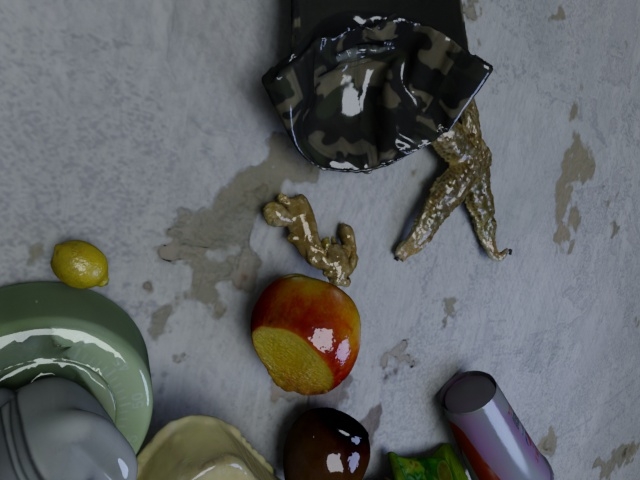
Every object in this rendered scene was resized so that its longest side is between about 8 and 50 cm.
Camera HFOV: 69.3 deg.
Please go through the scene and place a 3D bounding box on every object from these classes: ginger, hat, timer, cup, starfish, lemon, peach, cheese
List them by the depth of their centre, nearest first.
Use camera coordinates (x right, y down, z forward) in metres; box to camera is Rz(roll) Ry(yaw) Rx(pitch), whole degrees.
[{"bbox_3d":[-0.304,0.219,0.507,0.291,0.315,0.290,-7,103,-33],"label":"timer"},{"bbox_3d":[-0.317,0.034,0.616,0.062,0.062,0.083,-50,117,-16],"label":"lemon"},{"bbox_3d":[-0.184,0.404,0.672,0.384,0.104,0.384,-19,129,-25],"label":"cheese"},{"bbox_3d":[-0.027,0.156,0.753,0.190,0.190,0.192,24,78,-33],"label":"peach"},{"bbox_3d":[0.069,-0.334,0.778,0.366,0.257,0.381,-2,63,-17],"label":"hat"},{"bbox_3d":[0.000,0.000,0.803,0.193,0.052,0.176,-8,72,-43],"label":"ginger"},{"bbox_3d":[0.276,-0.111,0.970,0.324,0.082,0.432,-23,112,-31],"label":"starfish"},{"bbox_3d":[0.398,0.460,1.089,0.203,0.203,0.288,-36,109,-23],"label":"cup"}]

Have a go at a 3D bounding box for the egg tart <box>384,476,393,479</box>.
[{"bbox_3d":[0.146,0.679,0.935,0.150,0.352,0.352,-23,118,20],"label":"egg tart"}]

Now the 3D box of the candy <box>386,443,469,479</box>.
[{"bbox_3d":[0.247,0.537,1.029,0.246,0.149,0.069,8,137,-34],"label":"candy"}]

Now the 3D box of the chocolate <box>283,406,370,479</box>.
[{"bbox_3d":[0.004,0.393,0.837,0.177,0.177,0.176,-6,101,-32],"label":"chocolate"}]
